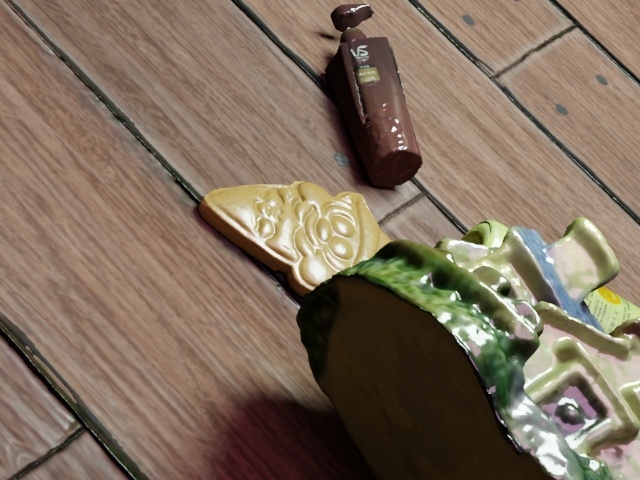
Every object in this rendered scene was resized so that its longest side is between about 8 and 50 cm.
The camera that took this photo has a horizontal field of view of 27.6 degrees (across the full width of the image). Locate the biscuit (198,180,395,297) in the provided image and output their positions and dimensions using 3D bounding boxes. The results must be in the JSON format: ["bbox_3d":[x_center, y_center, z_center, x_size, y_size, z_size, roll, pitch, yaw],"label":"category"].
[{"bbox_3d":[0.000,0.000,1.253,0.250,0.035,0.162,17,40,-21],"label":"biscuit"}]

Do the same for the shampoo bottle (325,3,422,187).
[{"bbox_3d":[0.054,-0.167,1.417,0.068,0.067,0.236,1,52,-24],"label":"shampoo bottle"}]

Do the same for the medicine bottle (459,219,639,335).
[{"bbox_3d":[0.230,0.084,1.273,0.239,0.124,0.124,30,41,-11],"label":"medicine bottle"}]

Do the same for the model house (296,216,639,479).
[{"bbox_3d":[0.182,0.113,1.054,0.266,0.261,0.321,-26,76,-29],"label":"model house"}]
